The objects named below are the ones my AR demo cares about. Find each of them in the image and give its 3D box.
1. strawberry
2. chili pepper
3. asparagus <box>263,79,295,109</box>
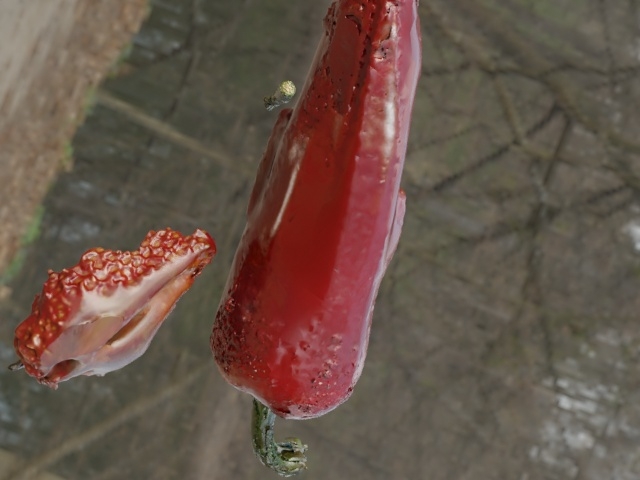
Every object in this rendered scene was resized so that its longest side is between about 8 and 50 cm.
[{"bbox_3d":[-0.128,0.045,0.964,0.152,0.048,0.104,-33,150,0],"label":"strawberry"},{"bbox_3d":[0.000,0.000,0.984,0.110,0.110,0.387,-64,171,-66],"label":"chili pepper"},{"bbox_3d":[-0.036,-0.128,1.357,0.127,0.018,0.015,173,-59,-81],"label":"asparagus"}]
